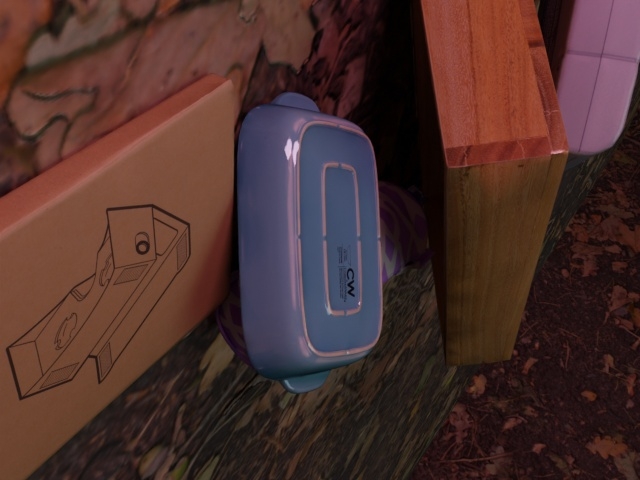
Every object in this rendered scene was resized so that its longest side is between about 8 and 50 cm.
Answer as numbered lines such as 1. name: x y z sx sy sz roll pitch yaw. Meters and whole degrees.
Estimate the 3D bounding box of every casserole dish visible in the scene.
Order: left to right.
1. casserole dish: 0.000 0.000 0.473 0.114 0.037 0.188 2 86 -52

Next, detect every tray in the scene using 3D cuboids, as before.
1. tray: 0.126 -0.050 0.637 0.411 0.076 0.202 72 13 -65

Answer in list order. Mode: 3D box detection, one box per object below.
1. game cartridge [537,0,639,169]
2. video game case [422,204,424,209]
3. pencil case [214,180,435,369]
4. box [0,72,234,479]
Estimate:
1. game cartridge: 0.202 -0.199 0.569 0.196 0.060 0.294 4 96 -80
2. video game case: 0.187 -0.120 0.927 0.183 0.023 0.201 -31 144 -54
3. pencil case: 0.011 0.024 0.585 0.086 0.088 0.206 -42 175 42
4. box: -0.113 0.027 0.384 0.201 0.021 0.164 -43 153 -40
